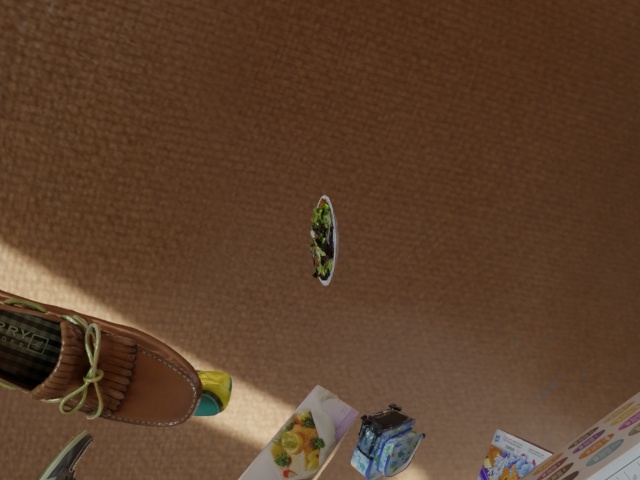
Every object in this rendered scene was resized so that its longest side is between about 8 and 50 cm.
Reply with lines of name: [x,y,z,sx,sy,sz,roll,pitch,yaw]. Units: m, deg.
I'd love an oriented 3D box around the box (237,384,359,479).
box: [-0.060,0.272,0.945,0.324,0.063,0.067,-44,162,-51]

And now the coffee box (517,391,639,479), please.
coffee box: [0.457,0.354,1.056,0.334,0.338,0.337,-37,168,3]

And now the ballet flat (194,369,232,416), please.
ballet flat: [-0.236,0.231,1.392,0.077,0.231,0.077,-67,144,-49]

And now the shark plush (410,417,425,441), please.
shark plush: [0.179,0.480,2.138,0.067,0.073,0.161,10,121,-29]

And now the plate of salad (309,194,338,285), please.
plate of salad: [0.000,0.000,1.998,0.048,0.200,0.200,0,110,-15]

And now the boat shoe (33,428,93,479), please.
boat shoe: [-0.463,0.432,1.581,0.073,0.080,0.223,39,55,-2]

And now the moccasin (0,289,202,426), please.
moccasin: [-0.334,0.149,1.177,0.380,0.147,0.139,29,92,-14]

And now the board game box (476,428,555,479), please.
board game box: [0.377,0.477,1.516,0.078,0.347,0.233,24,84,-22]

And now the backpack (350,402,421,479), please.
backpack: [0.108,0.349,1.525,0.105,0.084,0.114,-9,127,-47]
